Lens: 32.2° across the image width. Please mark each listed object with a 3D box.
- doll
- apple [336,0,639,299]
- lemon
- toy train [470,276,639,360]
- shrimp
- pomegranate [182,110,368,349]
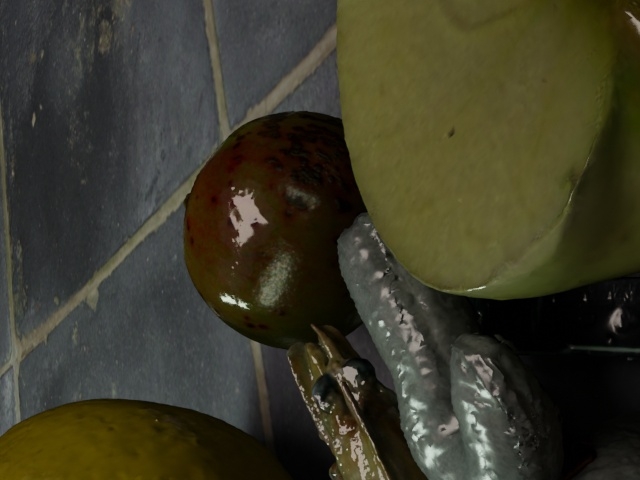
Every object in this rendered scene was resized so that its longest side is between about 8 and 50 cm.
[{"bbox_3d":[0.135,0.114,0.657,0.246,0.158,0.340,70,173,-61],"label":"doll"},{"bbox_3d":[0.141,-0.173,0.581,0.360,0.320,0.312,-104,-5,-46],"label":"apple"},{"bbox_3d":[-0.139,0.311,0.940,0.364,0.364,0.364,-10,79,57],"label":"lemon"},{"bbox_3d":[0.184,0.049,0.695,0.234,0.051,0.052,-9,81,58],"label":"toy train"},{"bbox_3d":[0.066,0.201,0.766,0.168,0.077,0.317,84,161,-77],"label":"shrimp"},{"bbox_3d":[-0.003,0.012,0.883,0.246,0.198,0.198,54,134,21],"label":"pomegranate"}]
